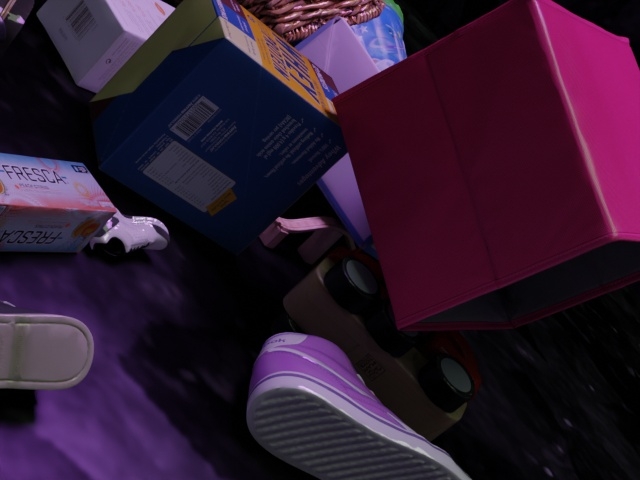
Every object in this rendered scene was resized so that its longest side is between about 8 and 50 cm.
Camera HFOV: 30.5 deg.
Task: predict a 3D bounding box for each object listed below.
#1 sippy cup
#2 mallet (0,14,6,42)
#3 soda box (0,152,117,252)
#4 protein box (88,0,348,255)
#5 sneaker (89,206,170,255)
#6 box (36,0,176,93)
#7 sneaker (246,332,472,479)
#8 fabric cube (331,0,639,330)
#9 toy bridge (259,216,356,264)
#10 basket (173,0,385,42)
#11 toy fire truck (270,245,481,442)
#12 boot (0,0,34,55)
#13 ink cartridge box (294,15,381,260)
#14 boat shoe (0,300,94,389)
[{"bbox_3d":[0.050,-0.257,1.901,0.240,0.305,0.224,98,-22,-54],"label":"sippy cup"},{"bbox_3d":[-0.382,-0.261,1.135,0.062,0.039,0.190,-36,89,-38],"label":"mallet"},{"bbox_3d":[-0.251,-0.031,0.968,0.063,0.058,0.183,52,18,17],"label":"soda box"},{"bbox_3d":[-0.107,-0.130,1.274,0.201,0.200,0.136,34,23,-35],"label":"protein box"},{"bbox_3d":[-0.184,-0.001,1.106,0.109,0.040,0.044,16,51,-51],"label":"sneaker"},{"bbox_3d":[-0.228,-0.234,1.399,0.170,0.091,0.130,19,32,-54],"label":"box"},{"bbox_3d":[0.054,0.186,1.131,0.282,0.102,0.161,42,15,-15],"label":"sneaker"},{"bbox_3d":[0.209,-0.067,1.223,0.254,0.259,0.258,6,64,-52],"label":"fabric cube"},{"bbox_3d":[0.000,0.000,1.460,0.188,0.063,0.026,23,29,-52],"label":"toy bridge"},{"bbox_3d":[-0.093,-0.371,1.726,0.299,0.213,0.223,30,-15,47],"label":"basket"},{"bbox_3d":[0.071,0.101,1.316,0.217,0.158,0.246,46,28,-1],"label":"toy fire truck"},{"bbox_3d":[-0.369,-0.290,1.244,0.137,0.077,0.198,33,21,-23],"label":"boot"},{"bbox_3d":[0.082,-0.106,1.617,0.270,0.151,0.395,58,8,14],"label":"ink cartridge box"},{"bbox_3d":[-0.253,0.065,0.794,0.065,0.075,0.206,4,-9,42],"label":"boat shoe"}]
